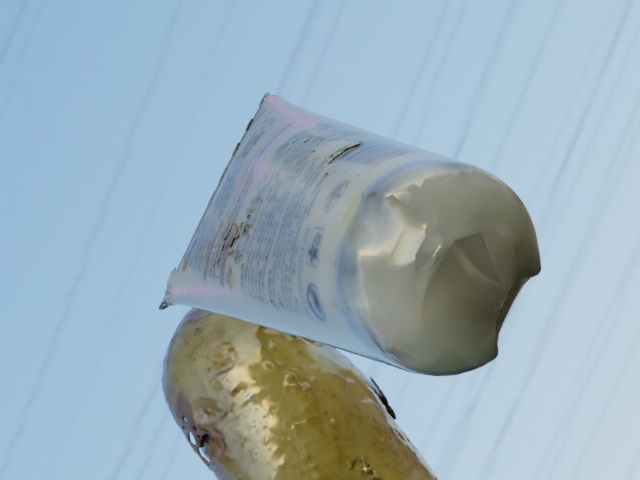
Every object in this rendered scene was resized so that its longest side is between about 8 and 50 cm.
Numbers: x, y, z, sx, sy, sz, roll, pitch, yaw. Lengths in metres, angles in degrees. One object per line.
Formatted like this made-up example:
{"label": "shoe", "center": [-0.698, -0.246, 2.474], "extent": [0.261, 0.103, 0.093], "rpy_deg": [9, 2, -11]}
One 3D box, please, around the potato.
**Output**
{"label": "potato", "center": [-0.004, 0.093, 0.768], "extent": [0.080, 0.170, 0.107], "rpy_deg": [-42, -23, 20]}

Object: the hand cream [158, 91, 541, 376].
{"label": "hand cream", "center": [0.000, 0.000, 0.377], "extent": [0.039, 0.143, 0.061], "rpy_deg": [25, -92, -22]}
